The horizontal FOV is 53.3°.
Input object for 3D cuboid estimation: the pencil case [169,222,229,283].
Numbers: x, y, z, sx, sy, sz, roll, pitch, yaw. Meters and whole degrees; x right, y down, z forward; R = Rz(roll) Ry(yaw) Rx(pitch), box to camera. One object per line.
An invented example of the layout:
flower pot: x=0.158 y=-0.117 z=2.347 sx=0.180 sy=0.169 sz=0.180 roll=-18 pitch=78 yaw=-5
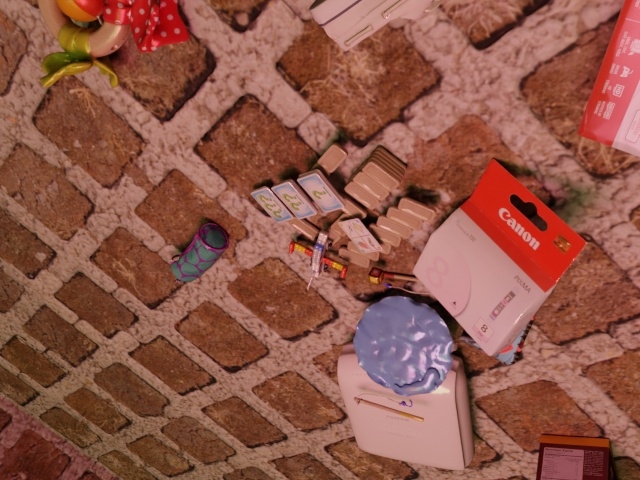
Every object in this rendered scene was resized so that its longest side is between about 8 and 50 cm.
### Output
pencil case: x=-0.239 y=0.026 z=1.244 sx=0.070 sy=0.064 sz=0.152 roll=20 pitch=141 yaw=-28

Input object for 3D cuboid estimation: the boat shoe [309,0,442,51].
boat shoe: x=0.104 y=-0.303 z=0.752 sx=0.268 sy=0.096 sz=0.088 roll=-19 pitch=123 yaw=39

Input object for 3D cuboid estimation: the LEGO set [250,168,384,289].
LEGO set: x=0.000 y=0.000 z=1.085 sx=0.183 sy=0.060 sz=0.244 roll=-11 pitch=128 yaw=47

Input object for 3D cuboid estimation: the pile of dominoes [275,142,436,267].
pile of dominoes: x=0.057 y=-0.057 z=1.058 sx=0.196 sy=0.040 sz=0.251 roll=36 pitch=144 yaw=-8

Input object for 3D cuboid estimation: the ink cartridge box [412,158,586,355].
ink cartridge box: x=0.248 y=0.029 z=0.937 sx=0.189 sy=0.066 sz=0.232 roll=51 pitch=145 yaw=29

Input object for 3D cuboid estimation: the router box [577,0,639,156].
router box: x=0.456 y=-0.208 z=0.617 sx=0.301 sy=0.082 sz=0.335 roll=27 pitch=138 yaw=24

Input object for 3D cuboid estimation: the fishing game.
fishing game: x=0.152 y=0.187 z=1.146 sx=0.189 sy=0.041 sz=0.263 roll=7 pitch=98 yaw=24

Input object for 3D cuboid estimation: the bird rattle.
bird rattle: x=-0.327 y=-0.334 z=0.921 sx=0.254 sy=0.143 sz=0.206 roll=-26 pitch=99 yaw=37

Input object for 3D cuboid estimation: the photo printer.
photo printer: x=0.173 y=0.323 z=1.281 sx=0.256 sy=0.107 sz=0.307 roll=4 pitch=131 yaw=23

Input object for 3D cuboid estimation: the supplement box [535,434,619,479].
supplement box: x=0.500 y=0.515 z=1.231 sx=0.129 sy=0.194 sz=0.191 roll=-6 pitch=127 yaw=30

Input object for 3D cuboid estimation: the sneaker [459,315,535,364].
sneaker: x=0.283 y=0.102 z=1.028 sx=0.125 sy=0.104 sz=0.261 roll=16 pitch=135 yaw=15
